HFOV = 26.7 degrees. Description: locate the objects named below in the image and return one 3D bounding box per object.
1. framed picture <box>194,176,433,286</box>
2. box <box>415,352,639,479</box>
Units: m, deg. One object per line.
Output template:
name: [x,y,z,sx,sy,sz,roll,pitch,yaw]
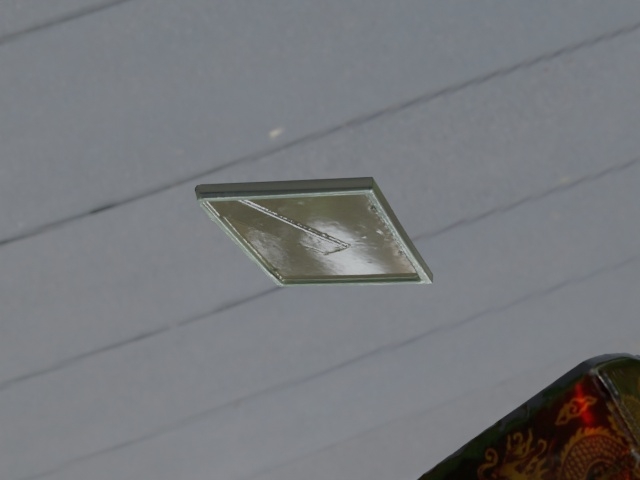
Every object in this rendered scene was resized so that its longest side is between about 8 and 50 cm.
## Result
framed picture: [0.000,0.000,1.420,0.189,0.023,0.260,-2,156,19]
box: [0.185,0.305,0.795,0.115,0.415,0.264,5,141,-48]
